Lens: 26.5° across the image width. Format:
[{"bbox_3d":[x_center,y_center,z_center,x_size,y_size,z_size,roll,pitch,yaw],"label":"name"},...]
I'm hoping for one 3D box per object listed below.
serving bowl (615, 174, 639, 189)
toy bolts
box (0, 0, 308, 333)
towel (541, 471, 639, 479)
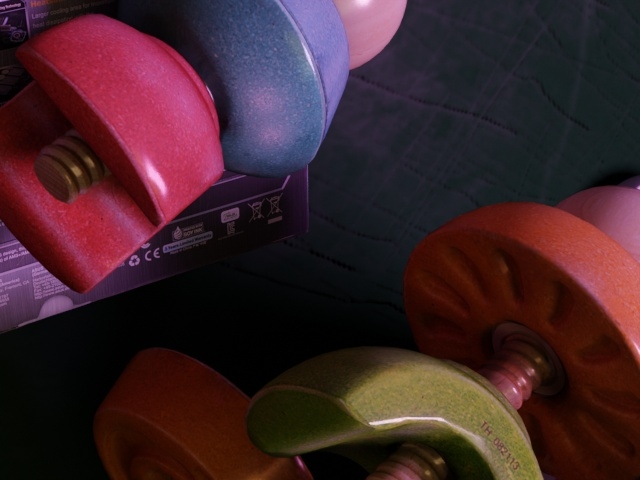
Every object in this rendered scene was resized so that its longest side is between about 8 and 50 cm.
[{"bbox_3d":[0.171,-0.001,0.752,0.083,0.027,0.083,-17,121,-31],"label":"serving bowl"},{"bbox_3d":[0.000,0.000,0.475,0.158,0.218,0.228,-41,100,-32],"label":"toy bolts"},{"bbox_3d":[-0.113,-0.061,0.477,0.231,0.056,0.183,-19,122,-30],"label":"box"},{"bbox_3d":[0.067,0.123,0.565,0.237,0.329,0.037,-39,92,-16],"label":"towel"}]
